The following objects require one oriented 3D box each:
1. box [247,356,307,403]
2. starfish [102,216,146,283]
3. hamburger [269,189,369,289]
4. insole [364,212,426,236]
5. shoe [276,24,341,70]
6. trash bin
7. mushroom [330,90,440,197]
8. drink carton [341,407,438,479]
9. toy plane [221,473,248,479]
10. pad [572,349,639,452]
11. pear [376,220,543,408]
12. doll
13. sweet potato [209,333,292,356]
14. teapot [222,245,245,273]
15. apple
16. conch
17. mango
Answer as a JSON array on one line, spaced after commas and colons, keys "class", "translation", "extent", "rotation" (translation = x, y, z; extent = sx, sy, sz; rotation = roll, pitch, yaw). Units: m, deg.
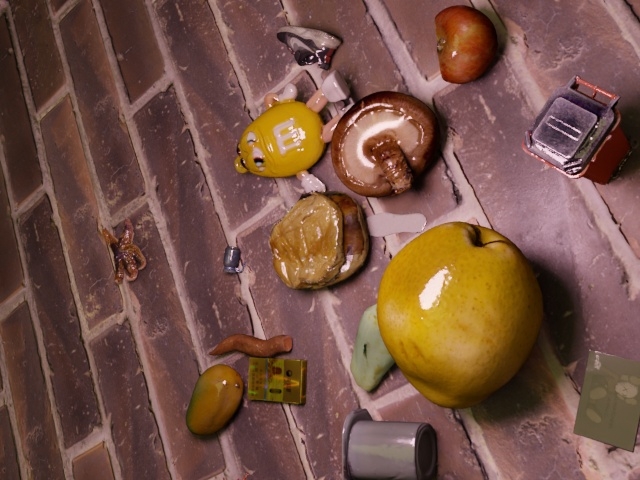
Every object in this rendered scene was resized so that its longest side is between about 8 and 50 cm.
[{"class": "box", "translation": [-0.125, 0.400, 2.014], "extent": [0.193, 0.030, 0.121], "rotation": [-4, 80, 35]}, {"class": "starfish", "translation": [-0.687, 0.034, 2.449], "extent": [0.238, 0.071, 0.216], "rotation": [35, 97, 23]}, {"class": "hamburger", "translation": [-0.001, -0.002, 1.933], "extent": [0.285, 0.134, 0.266], "rotation": [-18, 79, 37]}, {"class": "insole", "translation": [0.195, -0.045, 1.878], "extent": [0.197, 0.004, 0.065], "rotation": [-4, 80, 34]}, {"class": "shoe", "translation": [-0.045, -0.571, 2.082], "extent": [0.227, 0.099, 0.112], "rotation": [16, 99, 35]}, {"class": "trash bin", "translation": [0.569, -0.224, 1.505], "extent": [0.161, 0.238, 0.184], "rotation": [41, 108, 35]}, {"class": "mushroom", "translation": [0.171, -0.242, 1.819], "extent": [0.297, 0.163, 0.278], "rotation": [-32, 76, 21]}, {"class": "drink carton", "translation": [0.166, 0.508, 1.703], "extent": [0.189, 0.185, 0.191], "rotation": [-6, 77, 31]}, {"class": "toy plane", "translation": [-0.187, 0.718, 1.981], "extent": [0.194, 0.077, 0.126], "rotation": [-10, 80, 25]}, {"class": "pad", "translation": [0.626, 0.344, 1.514], "extent": [0.127, 0.004, 0.190], "rotation": [11, 89, 35]}, {"class": "pear", "translation": [0.303, 0.162, 1.562], "extent": [0.362, 0.362, 0.418], "rotation": [28, 125, 35]}, {"class": "doll", "translation": [-0.044, -0.292, 2.003], "extent": [0.348, 0.161, 0.423], "rotation": [38, 113, 16]}, {"class": "sweet potato", "translation": [-0.207, 0.309, 2.066], "extent": [0.281, 0.059, 0.067], "rotation": [-4, 81, 34]}, {"class": "teapot", "translation": [-0.267, 0.061, 2.164], "extent": [0.049, 0.063, 0.083], "rotation": [-174, 92, -67]}, {"class": "apple", "translation": [0.353, -0.487, 1.738], "extent": [0.160, 0.173, 0.195], "rotation": [-14, 79, 35]}, {"class": "conch", "translation": [0.149, 0.254, 1.808], "extent": [0.143, 0.137, 0.251], "rotation": [38, 126, 6]}, {"class": "mango", "translation": [-0.322, 0.481, 2.086], "extent": [0.156, 0.114, 0.251], "rotation": [39, 104, 25]}]
